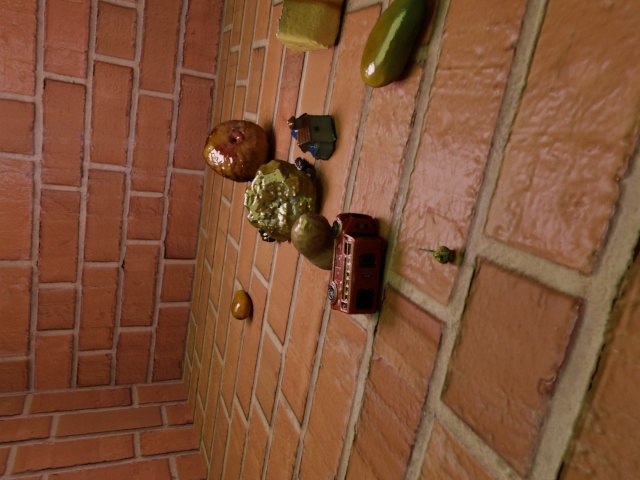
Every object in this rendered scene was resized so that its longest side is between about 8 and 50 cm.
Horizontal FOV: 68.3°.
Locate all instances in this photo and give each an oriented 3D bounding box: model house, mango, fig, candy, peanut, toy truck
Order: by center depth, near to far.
[{"bbox_3d":[0.236,0.024,0.994,0.035,0.035,0.123,-54,17,-4],"label":"candy"},{"bbox_3d":[0.170,-0.479,1.128,0.137,0.091,0.237,58,132,44],"label":"mango"},{"bbox_3d":[0.094,0.057,1.198,0.114,0.108,0.252,-166,79,-64],"label":"toy truck"},{"bbox_3d":[0.000,0.000,1.299,0.137,0.253,0.122,4,67,34],"label":"peanut"},{"bbox_3d":[-0.044,-0.335,1.497,0.119,0.149,0.148,136,134,-57],"label":"model house"},{"bbox_3d":[-0.347,-0.345,2.098,0.368,0.287,0.286,78,180,-61],"label":"fig"},{"bbox_3d":[-0.368,0.301,2.189,0.163,0.090,0.111,-126,57,-68],"label":"mango"}]

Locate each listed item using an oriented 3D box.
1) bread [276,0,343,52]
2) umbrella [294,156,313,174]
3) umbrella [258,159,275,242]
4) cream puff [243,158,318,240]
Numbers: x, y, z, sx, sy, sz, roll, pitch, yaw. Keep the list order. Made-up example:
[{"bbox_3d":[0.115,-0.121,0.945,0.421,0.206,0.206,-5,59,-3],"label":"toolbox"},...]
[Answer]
[{"bbox_3d":[-0.014,-0.756,1.551,0.236,0.199,0.263,-80,4,-78],"label":"bread"},{"bbox_3d":[-0.058,-0.257,1.648,0.144,0.037,0.040,-129,52,-59],"label":"umbrella"},{"bbox_3d":[-0.190,-0.153,1.860,0.094,0.090,0.325,-157,72,-67],"label":"umbrella"},{"bbox_3d":[-0.118,-0.132,1.606,0.282,0.185,0.281,1,92,21],"label":"cream puff"}]
